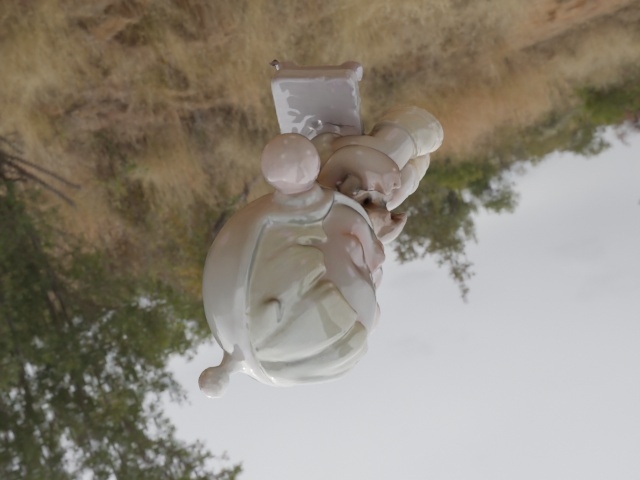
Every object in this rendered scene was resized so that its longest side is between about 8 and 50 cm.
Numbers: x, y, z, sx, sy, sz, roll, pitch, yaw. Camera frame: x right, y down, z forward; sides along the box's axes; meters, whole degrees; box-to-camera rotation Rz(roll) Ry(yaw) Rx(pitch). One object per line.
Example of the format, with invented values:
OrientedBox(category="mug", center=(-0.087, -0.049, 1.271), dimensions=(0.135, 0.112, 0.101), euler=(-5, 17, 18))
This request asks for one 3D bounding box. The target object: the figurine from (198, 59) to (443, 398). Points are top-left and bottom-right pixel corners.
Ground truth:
OrientedBox(category="figurine", center=(-0.009, -0.005, 0.560), dimensions=(0.182, 0.145, 0.256), euler=(106, 4, -48))
